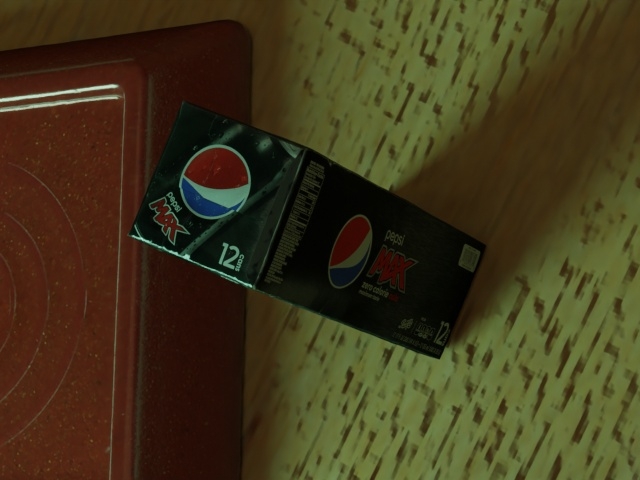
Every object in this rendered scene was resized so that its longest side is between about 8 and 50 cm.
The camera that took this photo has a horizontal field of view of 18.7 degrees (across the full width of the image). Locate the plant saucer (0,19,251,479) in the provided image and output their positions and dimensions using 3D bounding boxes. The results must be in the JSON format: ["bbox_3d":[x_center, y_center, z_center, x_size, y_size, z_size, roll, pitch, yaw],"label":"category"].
[{"bbox_3d":[-0.158,0.032,0.881,0.259,0.048,0.258,-5,77,27],"label":"plant saucer"}]

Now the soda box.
[{"bbox_3d":[0.000,0.000,0.737,0.060,0.169,0.053,22,88,28],"label":"soda box"}]
